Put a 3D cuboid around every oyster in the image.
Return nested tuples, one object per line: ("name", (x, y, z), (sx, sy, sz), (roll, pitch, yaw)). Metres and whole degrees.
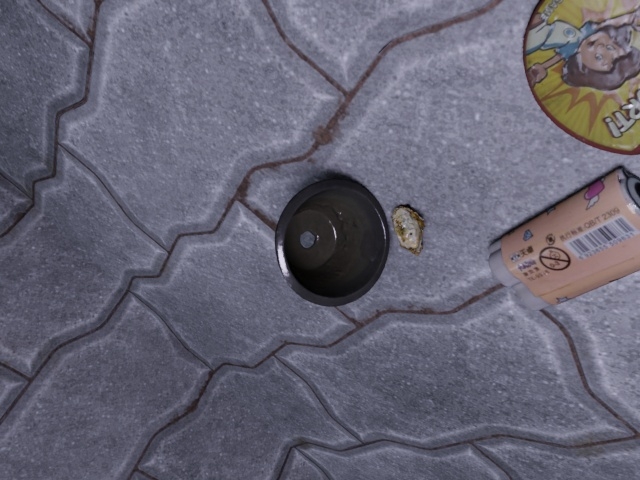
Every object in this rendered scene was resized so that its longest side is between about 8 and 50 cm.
("oyster", (0.189, -0.021, 1.118), (0.086, 0.029, 0.132), (30, 145, 20))

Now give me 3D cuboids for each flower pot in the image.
("flower pot", (0.000, 0.000, 1.150), (0.269, 0.269, 0.166), (54, 162, -20))

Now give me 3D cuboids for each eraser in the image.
("eraser", (0.448, 0.016, 0.908), (0.171, 0.087, 0.290), (44, 141, -2))

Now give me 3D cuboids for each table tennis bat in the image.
("table tennis bat", (0.469, -0.210, 0.697), (0.415, 0.051, 0.268), (37, 142, 6))
